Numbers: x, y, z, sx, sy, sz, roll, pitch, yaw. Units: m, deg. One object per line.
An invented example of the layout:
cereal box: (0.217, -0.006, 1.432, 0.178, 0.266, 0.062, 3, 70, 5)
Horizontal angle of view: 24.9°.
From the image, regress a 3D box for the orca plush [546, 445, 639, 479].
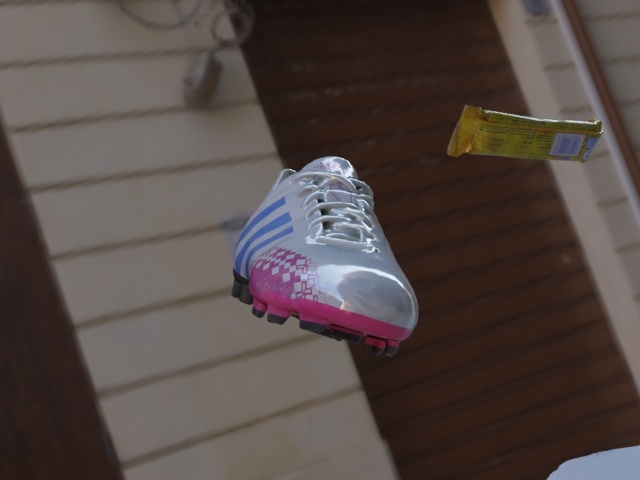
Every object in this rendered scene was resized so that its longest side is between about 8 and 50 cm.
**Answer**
orca plush: (0.259, 0.176, 0.851, 0.287, 0.102, 0.151, -18, 12, 39)

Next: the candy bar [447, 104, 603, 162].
candy bar: (0.158, -0.078, 1.090, 0.161, 0.018, 0.040, 0, -61, -42)

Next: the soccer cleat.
soccer cleat: (0.000, 0.000, 1.161, 0.116, 0.143, 0.331, 18, 0, -17)
